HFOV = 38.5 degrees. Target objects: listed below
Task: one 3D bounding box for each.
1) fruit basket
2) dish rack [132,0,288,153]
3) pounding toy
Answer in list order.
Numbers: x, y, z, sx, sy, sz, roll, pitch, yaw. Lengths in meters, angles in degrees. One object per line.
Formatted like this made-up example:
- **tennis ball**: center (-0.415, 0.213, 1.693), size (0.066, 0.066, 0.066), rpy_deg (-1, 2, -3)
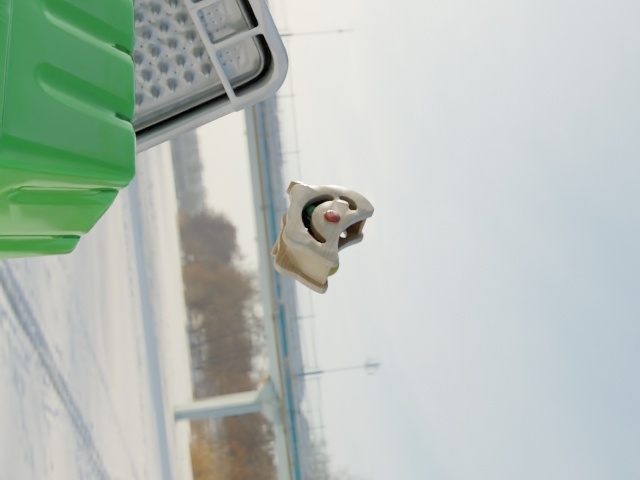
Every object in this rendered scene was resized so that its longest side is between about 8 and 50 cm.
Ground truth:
- **fruit basket**: center (-0.377, -0.170, 0.843), size (0.283, 0.391, 0.392), rpy_deg (-38, -127, 44)
- **dish rack**: center (-0.234, -0.262, 1.136), size (0.072, 0.332, 0.286), rpy_deg (-109, 174, -59)
- **pounding toy**: center (0.000, 0.000, 1.632), size (0.270, 0.154, 0.155), rpy_deg (-83, -170, -51)
